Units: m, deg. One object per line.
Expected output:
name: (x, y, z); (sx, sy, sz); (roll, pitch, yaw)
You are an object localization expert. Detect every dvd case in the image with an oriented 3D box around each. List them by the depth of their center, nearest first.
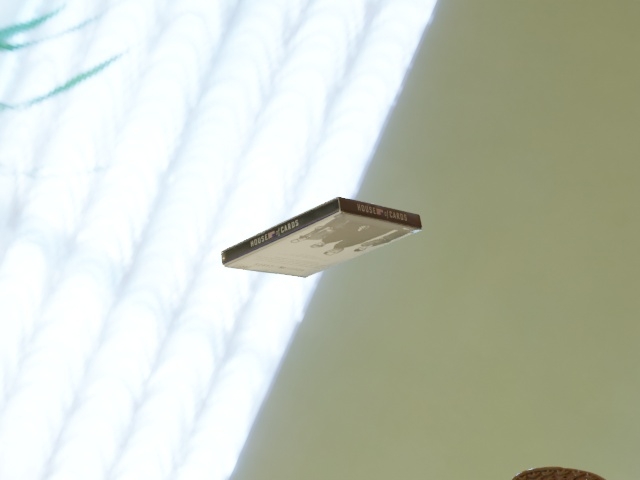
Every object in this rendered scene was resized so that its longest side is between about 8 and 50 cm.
dvd case: (0.000, 0.000, 1.867); (0.239, 0.029, 0.179); (-23, 158, 38)

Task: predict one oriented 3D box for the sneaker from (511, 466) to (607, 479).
sneaker: (0.252, 0.250, 1.084); (0.192, 0.086, 0.064); (3, -147, 35)
